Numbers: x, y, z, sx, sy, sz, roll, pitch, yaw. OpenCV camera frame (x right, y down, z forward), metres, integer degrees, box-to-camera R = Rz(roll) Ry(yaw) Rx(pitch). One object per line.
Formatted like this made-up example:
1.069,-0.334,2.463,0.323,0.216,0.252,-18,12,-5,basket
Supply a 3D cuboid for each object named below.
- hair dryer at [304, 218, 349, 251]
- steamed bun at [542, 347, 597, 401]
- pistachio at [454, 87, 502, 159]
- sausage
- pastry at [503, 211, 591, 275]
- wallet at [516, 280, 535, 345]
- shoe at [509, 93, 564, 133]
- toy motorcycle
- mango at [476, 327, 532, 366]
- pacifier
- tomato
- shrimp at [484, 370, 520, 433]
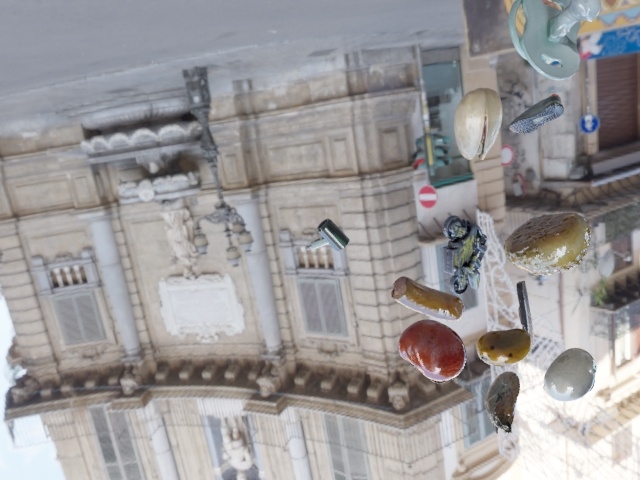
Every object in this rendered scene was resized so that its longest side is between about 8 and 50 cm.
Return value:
0.000,0.000,1.619,0.197,0.100,0.057,-26,-157,52,hair dryer
0.922,0.495,1.852,0.228,0.177,0.130,-27,-145,-28,steamed bun
0.672,-0.493,2.165,0.193,0.318,0.214,-5,-151,4,pistachio
0.373,0.208,1.753,0.270,0.109,0.109,20,-174,-16,sausage
0.851,0.025,1.894,0.284,0.184,0.315,-39,-169,-26,pastry
0.958,0.344,2.381,0.042,0.310,0.165,-9,175,31,wallet
0.752,-0.441,1.770,0.194,0.074,0.077,-24,-139,50,shoe
0.336,0.027,1.166,0.124,0.193,0.061,-18,-163,-25,toy motorcycle
0.580,0.335,1.593,0.178,0.090,0.115,-6,-130,-5,mango
0.777,-0.712,1.655,0.288,0.343,0.269,9,164,-16,pacifier
0.313,0.303,1.419,0.187,0.151,0.187,34,-168,-8,tomato
0.637,0.557,1.753,0.077,0.168,0.317,31,-164,1,shrimp
